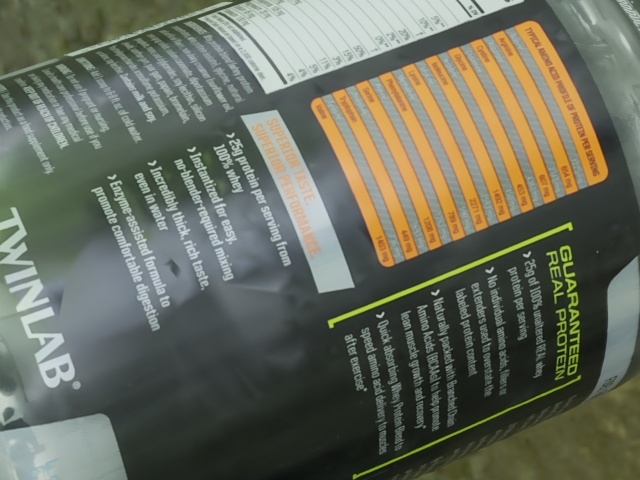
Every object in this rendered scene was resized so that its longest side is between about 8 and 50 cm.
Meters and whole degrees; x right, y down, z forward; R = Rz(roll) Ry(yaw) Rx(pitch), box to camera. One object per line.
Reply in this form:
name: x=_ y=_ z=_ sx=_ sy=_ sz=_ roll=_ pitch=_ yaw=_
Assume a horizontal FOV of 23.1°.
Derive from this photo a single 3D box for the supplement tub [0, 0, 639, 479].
supplement tub: x=0.000 y=0.000 z=0.628 sx=0.207 sy=0.338 sz=0.207 roll=56 pitch=159 yaw=36
